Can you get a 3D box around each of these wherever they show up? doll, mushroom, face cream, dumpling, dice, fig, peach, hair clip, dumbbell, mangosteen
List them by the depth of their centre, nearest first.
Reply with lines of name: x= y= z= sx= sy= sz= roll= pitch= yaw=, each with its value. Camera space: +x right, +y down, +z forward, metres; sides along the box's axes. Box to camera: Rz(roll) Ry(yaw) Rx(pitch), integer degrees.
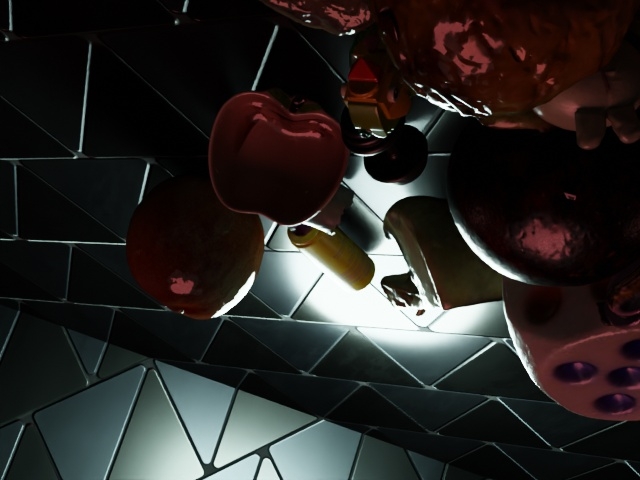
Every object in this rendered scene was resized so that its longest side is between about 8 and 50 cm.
fig: x=0.138 y=-0.227 z=1.290 sx=0.286 sy=0.286 sz=0.369 roll=22 pitch=153 yaw=-10
doll: x=0.263 y=-0.195 z=1.394 sx=0.154 sy=0.275 sz=0.113 roll=-6 pitch=120 yaw=-10
dumpling: x=-0.028 y=-0.307 z=1.532 sx=0.332 sy=0.086 sz=0.166 roll=21 pitch=156 yaw=4
doll: x=0.087 y=-0.203 z=1.575 sx=0.106 sy=0.186 sz=0.134 roll=9 pitch=129 yaw=25
hair clip: x=0.468 y=-0.030 z=1.581 sx=0.095 sy=0.110 sz=0.359 roll=4 pitch=134 yaw=-51
mangosteen: x=0.289 y=-0.084 z=1.591 sx=0.288 sy=0.288 sz=0.288 roll=16 pitch=159 yaw=6
dice: x=0.417 y=0.080 z=1.800 sx=0.251 sy=0.259 sz=0.243 roll=-23 pitch=136 yaw=35
dumbbell: x=0.090 y=-0.141 z=1.816 sx=0.099 sy=0.099 sz=0.208 roll=5 pitch=155 yaw=31
mushroom: x=0.225 y=0.017 z=2.060 sx=0.217 sy=0.212 sz=0.292 roll=-17 pitch=171 yaw=-14
face cream: x=0.000 y=0.000 z=2.265 sx=0.078 sy=0.078 sz=0.273 roll=2 pitch=154 yaw=36
peach: x=-0.218 y=0.016 z=2.271 sx=0.252 sy=0.252 sz=0.252 roll=16 pitch=159 yaw=6

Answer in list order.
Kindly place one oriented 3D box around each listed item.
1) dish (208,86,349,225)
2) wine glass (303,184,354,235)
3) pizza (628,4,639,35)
dish: x=-0.058 y=-0.131 z=1.924 sx=0.213 sy=0.213 sz=0.090 roll=17 pitch=-168 yaw=4
wine glass: x=-0.057 y=-0.092 z=2.061 sx=0.222 sy=0.103 sz=0.103 roll=25 pitch=158 yaw=-19
pizza: x=0.428 y=-0.249 z=1.299 sx=0.289 sy=0.081 sz=0.229 roll=9 pitch=157 yaw=26
